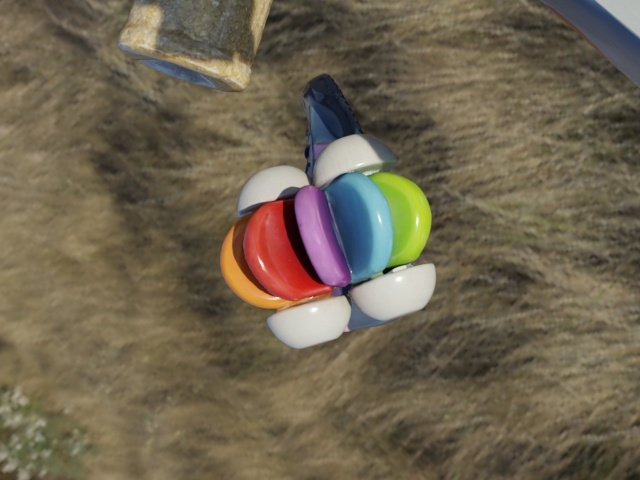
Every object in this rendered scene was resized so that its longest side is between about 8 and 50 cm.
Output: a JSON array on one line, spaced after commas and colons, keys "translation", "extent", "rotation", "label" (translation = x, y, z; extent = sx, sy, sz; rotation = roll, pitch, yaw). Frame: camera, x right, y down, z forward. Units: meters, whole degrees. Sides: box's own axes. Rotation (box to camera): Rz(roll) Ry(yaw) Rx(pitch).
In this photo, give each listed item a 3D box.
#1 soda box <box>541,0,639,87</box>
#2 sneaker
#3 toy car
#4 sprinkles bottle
[{"translation": [0.162, -0.160, 0.591], "extent": [0.286, 0.091, 0.098], "rotation": [52, -171, 33], "label": "soda box"}, {"translation": [0.007, -0.045, 1.202], "extent": [0.112, 0.131, 0.319], "rotation": [63, -173, -56], "label": "sneaker"}, {"translation": [0.000, 0.000, 0.921], "extent": [0.136, 0.182, 0.159], "rotation": [7, -115, -68], "label": "toy car"}, {"translation": [-0.065, -0.311, 0.942], "extent": [0.121, 0.355, 0.121], "rotation": [18, 179, 0], "label": "sprinkles bottle"}]
